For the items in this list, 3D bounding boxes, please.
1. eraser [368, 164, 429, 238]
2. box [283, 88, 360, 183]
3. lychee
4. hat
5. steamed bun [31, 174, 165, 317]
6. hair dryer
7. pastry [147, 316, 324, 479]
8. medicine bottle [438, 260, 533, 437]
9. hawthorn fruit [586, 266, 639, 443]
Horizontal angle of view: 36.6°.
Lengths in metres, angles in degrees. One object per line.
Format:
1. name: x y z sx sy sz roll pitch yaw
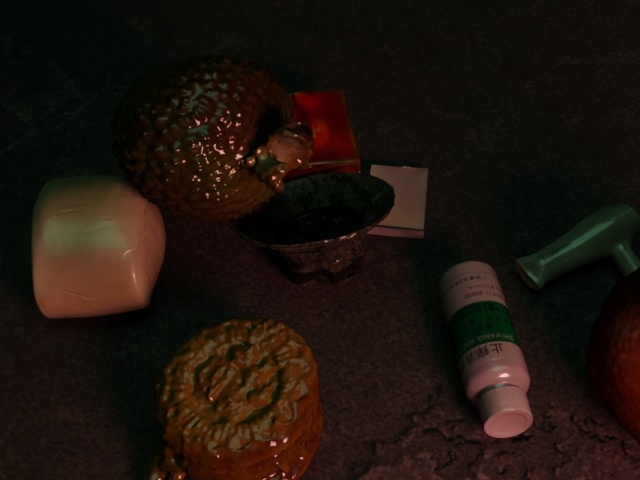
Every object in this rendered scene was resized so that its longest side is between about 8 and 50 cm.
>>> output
1. eraser: 0.126 -0.068 1.622 0.103 0.023 0.150 5 47 6
2. box: -0.099 -0.159 1.671 0.313 0.089 0.197 -6 46 -5
3. lychee: -0.162 -0.152 1.447 0.319 0.270 0.270 28 52 8
4. hat: 0.000 0.000 1.490 0.265 0.128 0.265 -8 27 4
5. steamed bun: -0.342 -0.005 1.486 0.199 0.155 0.250 -4 50 -2
6. hair dryer: 0.445 0.069 1.472 0.206 0.075 0.237 -29 60 -15
7. pastry: -0.113 0.212 1.292 0.235 0.132 0.240 1 46 1
8. medicine bottle: 0.235 0.150 1.368 0.095 0.095 0.260 -7 47 -5
9. hawthorn fruit: 0.492 0.160 1.237 0.295 0.295 0.311 -30 88 -24
